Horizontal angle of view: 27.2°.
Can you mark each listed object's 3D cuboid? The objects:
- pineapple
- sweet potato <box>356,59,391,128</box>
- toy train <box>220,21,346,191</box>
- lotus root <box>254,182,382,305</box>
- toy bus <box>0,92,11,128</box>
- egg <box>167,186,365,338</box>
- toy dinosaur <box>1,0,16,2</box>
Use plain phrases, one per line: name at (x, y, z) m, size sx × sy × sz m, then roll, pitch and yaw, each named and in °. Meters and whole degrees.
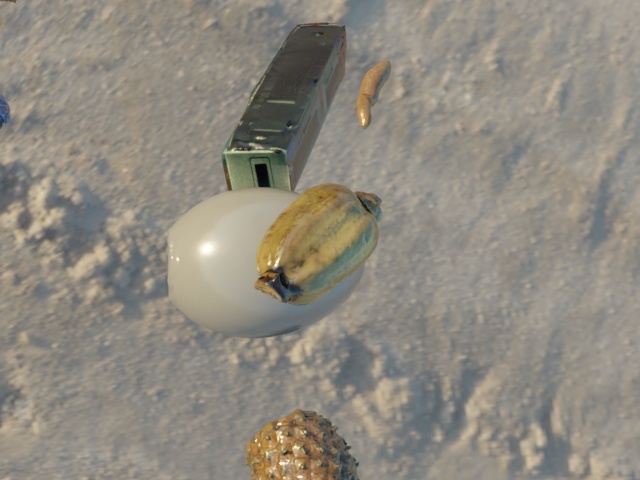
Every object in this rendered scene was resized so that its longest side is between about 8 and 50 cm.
pineapple at (0.024, 0.421, 1.947) m, size 0.165 × 0.165 × 0.364 m, roll -12°, pitch 55°, yaw -34°
sweet potato at (0.083, -0.245, 2.192) m, size 0.044 × 0.044 × 0.179 m, roll 42°, pitch 44°, yaw -18°
toy train at (-0.036, -0.180, 1.752) m, size 0.409 × 0.086 × 0.089 m, roll -69°, pitch 154°, yaw -57°
lotus root at (0.000, 0.000, 1.001) m, size 0.072 × 0.063 × 0.152 m, roll 45°, pitch 51°, yaw 10°
toy bus at (-0.464, -0.169, 1.610) m, size 0.167 × 0.073 × 0.076 m, roll -7°, pitch 115°, yaw -20°
egg at (-0.063, 0.025, 1.536) m, size 0.231 × 0.176 × 0.176 m, roll -3°, pitch 79°, yaw 0°
toy dinosaur at (-0.584, -0.412, 1.860) m, size 0.208 × 0.097 × 0.432 m, roll 39°, pitch 20°, yaw 22°
